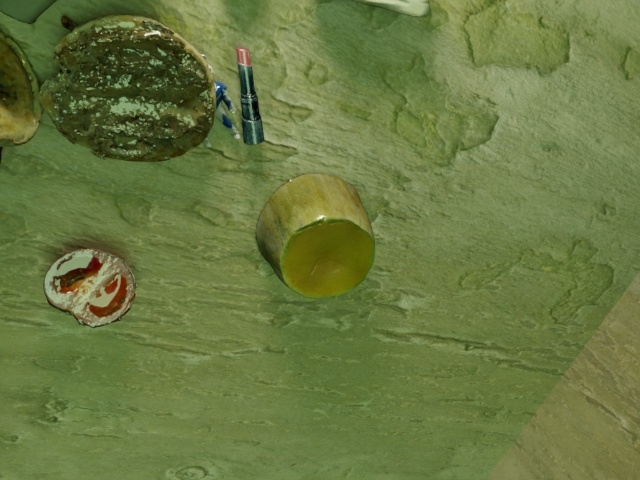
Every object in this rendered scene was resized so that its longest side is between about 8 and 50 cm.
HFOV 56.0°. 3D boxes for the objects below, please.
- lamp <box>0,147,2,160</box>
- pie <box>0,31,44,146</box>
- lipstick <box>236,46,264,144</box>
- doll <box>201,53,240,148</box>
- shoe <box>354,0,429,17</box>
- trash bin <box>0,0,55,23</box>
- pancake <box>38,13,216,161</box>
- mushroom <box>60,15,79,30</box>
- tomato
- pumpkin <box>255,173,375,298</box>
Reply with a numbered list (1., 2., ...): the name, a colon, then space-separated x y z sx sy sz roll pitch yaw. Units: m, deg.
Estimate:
1. lamp: -0.805 -0.185 1.206 0.303 0.257 0.303 -35 163 -12
2. pie: -0.654 -0.314 1.190 0.055 0.274 0.274 -14 127 15
3. lipstick: -0.179 -0.354 1.472 0.054 0.053 0.234 -13 119 -12
4. doll: -0.266 -0.333 1.444 0.114 0.057 0.227 -15 126 -6
5. shoe: 0.134 -0.620 1.378 0.316 0.124 0.159 5 119 -29
6. trash bin: -0.467 -0.625 1.062 0.432 0.280 0.280 -40 125 10
7. pancake: -0.417 -0.323 1.329 0.382 0.071 0.382 -10 139 -9
8. mushroom: -0.493 -0.433 1.287 0.130 0.073 0.088 24 106 -30
9. tomato: -0.592 0.104 1.558 0.199 0.112 0.228 -45 121 -5
10. pumpkin: 0.000 0.000 1.662 0.332 0.199 0.332 -8 119 -14
